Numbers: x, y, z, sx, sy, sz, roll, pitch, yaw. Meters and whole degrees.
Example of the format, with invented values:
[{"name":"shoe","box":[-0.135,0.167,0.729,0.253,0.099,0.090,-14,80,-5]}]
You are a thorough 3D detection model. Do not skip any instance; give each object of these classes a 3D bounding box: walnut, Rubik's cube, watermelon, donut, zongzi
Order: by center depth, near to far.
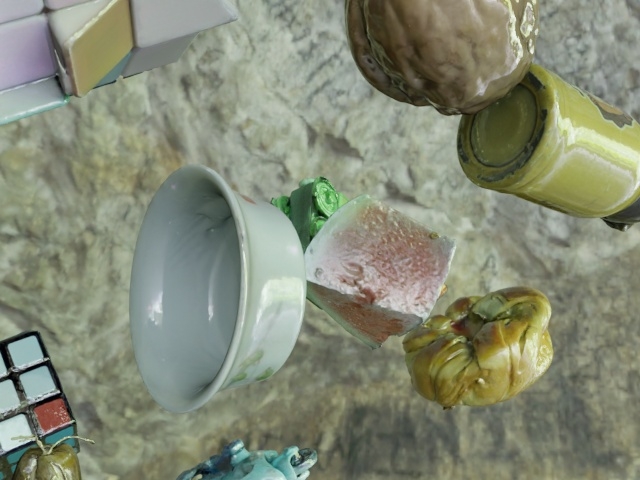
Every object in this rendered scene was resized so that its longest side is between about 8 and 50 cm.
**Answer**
[{"name":"Rubik's cube","box":[-0.303,-0.330,0.933,0.387,0.358,0.368,-24,-24,-21]},{"name":"walnut","box":[0.144,-0.283,0.971,0.227,0.273,0.273,-10,-42,26]},{"name":"zongzi","box":[-0.293,0.384,0.983,0.241,0.247,0.111,22,2,8]},{"name":"Rubik's cube","box":[-0.446,0.246,1.138,0.162,0.163,0.160,-20,-23,-24]},{"name":"watermelon","box":[0.105,0.060,1.382,0.201,0.213,0.262,14,-18,47]},{"name":"donut","box":[0.368,0.237,1.848,0.360,0.360,0.170,-14,-71,26]}]

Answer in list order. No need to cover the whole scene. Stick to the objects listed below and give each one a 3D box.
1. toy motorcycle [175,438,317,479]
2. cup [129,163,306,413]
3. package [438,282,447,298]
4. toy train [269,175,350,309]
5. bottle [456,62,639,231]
[{"name":"toy motorcycle","box":[-0.142,0.436,1.408,0.260,0.206,0.154,-23,-88,32]},{"name":"cup","box":[-0.134,0.073,1.163,0.163,0.347,0.347,7,-32,-35]},{"name":"package","box":[0.245,0.096,1.794,0.033,0.077,0.110,14,-36,34]},{"name":"toy train","box":[0.000,0.000,1.555,0.132,0.243,0.188,-23,-43,28]},{"name":"bottle","box":[0.368,-0.118,1.130,0.351,0.171,0.171,13,-34,-35]}]
